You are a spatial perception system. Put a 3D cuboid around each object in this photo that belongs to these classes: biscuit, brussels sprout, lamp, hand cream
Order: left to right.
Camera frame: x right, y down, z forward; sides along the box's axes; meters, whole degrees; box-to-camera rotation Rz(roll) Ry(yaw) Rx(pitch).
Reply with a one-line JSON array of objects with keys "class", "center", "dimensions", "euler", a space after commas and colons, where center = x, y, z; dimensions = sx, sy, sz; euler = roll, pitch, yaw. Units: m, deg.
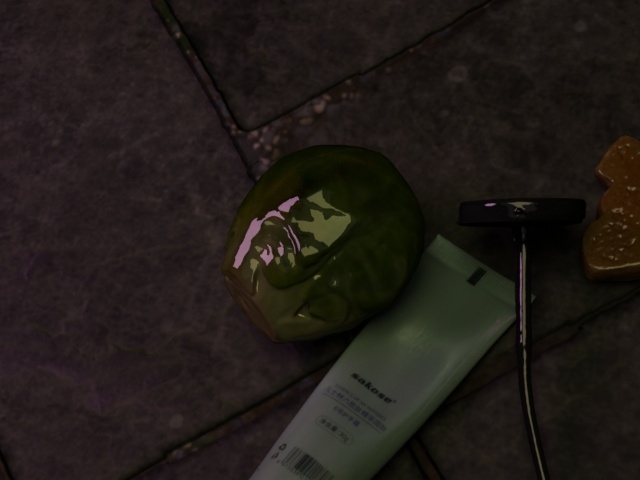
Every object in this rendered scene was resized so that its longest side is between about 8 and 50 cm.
[{"class": "brussels sprout", "center": [-0.001, 0.000, 1.617], "dimensions": [0.181, 0.144, 0.161], "euler": [-28, 84, -9]}, {"class": "hand cream", "center": [0.047, 0.134, 1.589], "dimensions": [0.109, 0.067, 0.320], "euler": [33, 71, 24]}, {"class": "lamp", "center": [0.170, 0.121, 1.525], "dimensions": [0.130, 0.108, 0.371], "euler": [-2, 67, 15]}, {"class": "biscuit", "center": [0.343, -0.018, 1.598], "dimensions": [0.239, 0.041, 0.212], "euler": [32, 71, 27]}]
